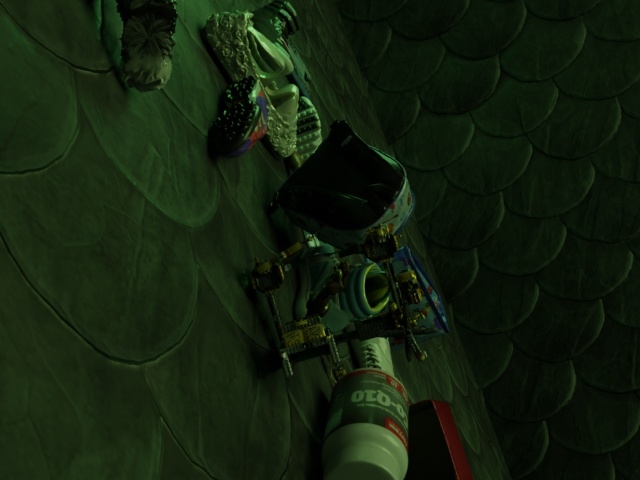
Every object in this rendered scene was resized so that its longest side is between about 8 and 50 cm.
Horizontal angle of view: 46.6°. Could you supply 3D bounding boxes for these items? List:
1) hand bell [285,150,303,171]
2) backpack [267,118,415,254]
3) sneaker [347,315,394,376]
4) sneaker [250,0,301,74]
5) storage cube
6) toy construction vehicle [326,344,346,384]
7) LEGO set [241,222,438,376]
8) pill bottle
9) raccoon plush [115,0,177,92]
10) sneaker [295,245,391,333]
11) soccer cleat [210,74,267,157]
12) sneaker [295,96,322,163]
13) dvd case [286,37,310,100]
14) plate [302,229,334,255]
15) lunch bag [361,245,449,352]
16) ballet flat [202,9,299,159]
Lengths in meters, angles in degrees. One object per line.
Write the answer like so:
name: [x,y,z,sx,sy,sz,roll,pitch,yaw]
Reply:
hand bell: [-0.045,-0.156,1.884,0.126,0.126,0.242,50,10,-48]
backpack: [0.071,-0.091,1.652,0.263,0.276,0.213,29,-14,41]
sneaker: [0.133,0.294,1.818,0.091,0.094,0.258,-30,98,-80]
sneaker: [-0.103,-0.527,1.880,0.296,0.147,0.104,52,-8,45]
storage cube: [0.218,0.477,1.683,0.193,0.184,0.215,35,35,-65]
toy construction vehicle: [0.030,0.269,1.628,0.086,0.035,0.098,13,58,-85]
LEGO set: [0.028,0.105,1.309,0.192,0.331,0.255,120,-37,-87]
pill bottle: [0.086,0.379,1.403,0.161,0.161,0.283,63,15,-17]
raccoon plush: [-0.326,-0.477,1.310,0.299,0.216,0.446,-95,-169,-85]
sneaker: [0.061,0.088,1.643,0.127,0.208,0.319,58,17,-28]
soccer cleat: [-0.156,-0.240,1.565,0.318,0.109,0.116,-93,160,-58]
sneaker: [-0.032,-0.243,2.019,0.118,0.110,0.292,11,66,-81]
dvd case: [-0.081,-0.560,2.431,0.180,0.022,0.253,57,19,-33]
plate: [0.000,0.000,1.912,0.188,0.024,0.188,59,18,-33]
lunch bag: [0.173,0.147,1.922,0.293,0.221,0.138,55,19,-40]
ballet flat: [-0.130,-0.367,1.774,0.147,0.147,0.409,-94,157,-50]
